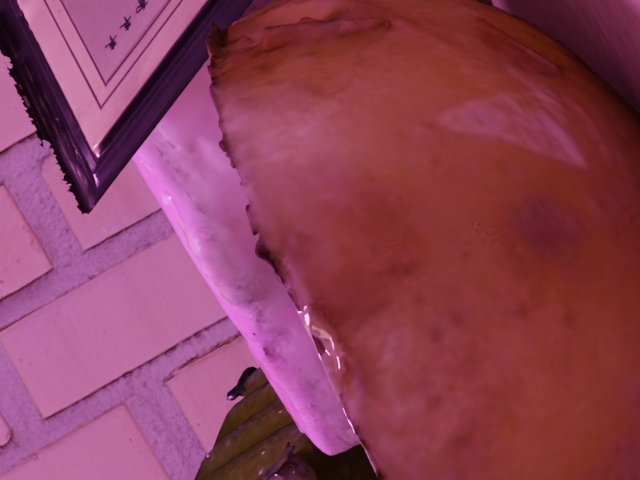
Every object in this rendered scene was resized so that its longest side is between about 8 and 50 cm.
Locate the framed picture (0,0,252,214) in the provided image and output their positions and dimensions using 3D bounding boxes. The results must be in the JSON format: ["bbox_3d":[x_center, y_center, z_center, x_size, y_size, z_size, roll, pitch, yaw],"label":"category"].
[{"bbox_3d":[-0.058,-0.134,0.629,0.010,0.195,0.199,27,-160,-38],"label":"framed picture"}]

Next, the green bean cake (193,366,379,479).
[{"bbox_3d":[0.045,0.183,0.933,0.247,0.156,0.250,46,-145,-10],"label":"green bean cake"}]

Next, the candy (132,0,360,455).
[{"bbox_3d":[0.004,-0.038,0.747,0.116,0.155,0.265,53,173,45],"label":"candy"}]

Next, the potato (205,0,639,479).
[{"bbox_3d":[0.068,0.011,0.557,0.239,0.116,0.299,61,-173,17],"label":"potato"}]
